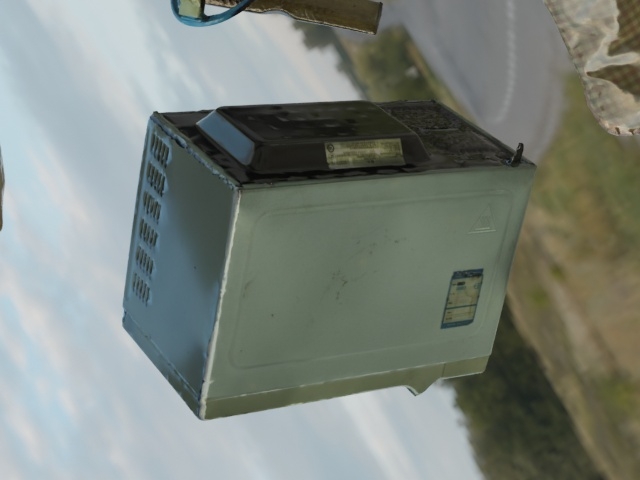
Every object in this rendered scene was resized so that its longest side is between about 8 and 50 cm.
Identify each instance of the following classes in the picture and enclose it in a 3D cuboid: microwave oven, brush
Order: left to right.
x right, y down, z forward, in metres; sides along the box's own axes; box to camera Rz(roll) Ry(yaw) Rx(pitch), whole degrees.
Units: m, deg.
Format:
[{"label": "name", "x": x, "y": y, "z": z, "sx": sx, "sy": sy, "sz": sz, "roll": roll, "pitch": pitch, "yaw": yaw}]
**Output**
[{"label": "brush", "x": -0.058, "y": -0.254, "z": 1.616, "sx": 0.036, "sy": 0.247, "sz": 0.043, "roll": 112, "pitch": 169, "yaw": -79}, {"label": "microwave oven", "x": 0.000, "y": 0.000, "z": 1.604, "sx": 0.218, "sy": 0.354, "sz": 0.286, "roll": 41, "pitch": 130, "yaw": 48}]

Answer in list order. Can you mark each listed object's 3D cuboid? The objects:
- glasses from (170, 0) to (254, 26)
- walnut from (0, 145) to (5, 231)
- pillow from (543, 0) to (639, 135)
[{"label": "glasses", "x": -0.066, "y": -0.321, "z": 1.456, "sx": 0.102, "sy": 0.239, "sz": 0.207, "roll": 28, "pitch": 155, "yaw": -3}, {"label": "walnut", "x": -0.488, "y": -0.048, "z": 1.528, "sx": 0.381, "sy": 0.381, "sz": 0.381, "roll": 58, "pitch": -175, "yaw": -7}, {"label": "pillow", "x": 0.229, "y": -0.182, "z": 1.156, "sx": 0.211, "sy": 0.135, "sz": 0.034, "roll": 56, "pitch": -168, "yaw": -18}]
